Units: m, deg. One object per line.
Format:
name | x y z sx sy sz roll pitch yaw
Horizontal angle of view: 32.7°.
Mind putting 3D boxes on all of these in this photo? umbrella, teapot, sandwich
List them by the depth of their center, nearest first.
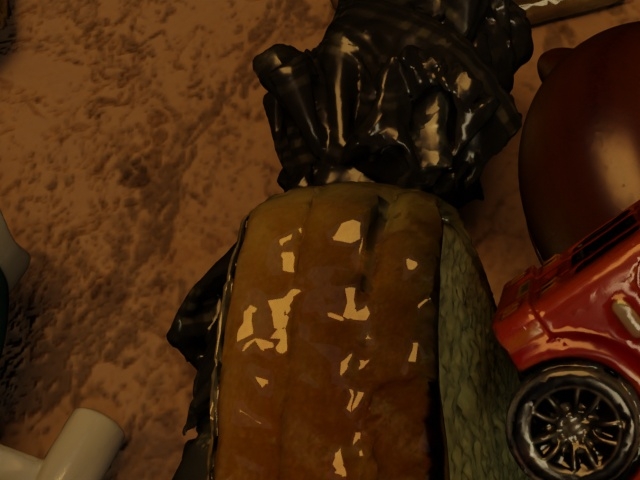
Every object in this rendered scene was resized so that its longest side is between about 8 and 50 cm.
sandwich | 0.034 0.116 0.414 0.087 0.251 0.226 -5 59 16
teapot | 0.174 0.004 0.534 0.178 0.135 0.252 -9 73 -30
umbrella | -0.008 -0.005 0.574 0.154 0.128 0.336 23 78 49

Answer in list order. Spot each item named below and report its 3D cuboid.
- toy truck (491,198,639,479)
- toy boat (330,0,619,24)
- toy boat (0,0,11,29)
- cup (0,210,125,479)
toy truck | 0.171 0.103 0.406 0.114 0.107 0.252 -38 88 14
toy boat | 0.093 -0.191 0.697 0.188 0.061 0.116 -11 58 7
toy boat | -0.299 -0.231 0.799 0.121 0.089 0.321 -18 59 9
cup | -0.245 0.051 0.579 0.300 0.167 0.173 26 56 -2
